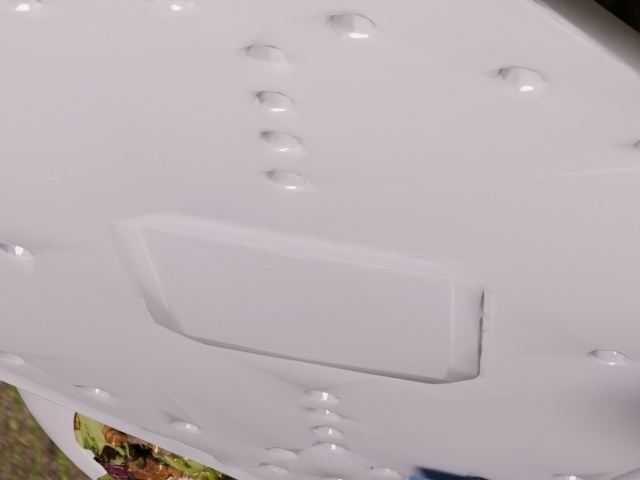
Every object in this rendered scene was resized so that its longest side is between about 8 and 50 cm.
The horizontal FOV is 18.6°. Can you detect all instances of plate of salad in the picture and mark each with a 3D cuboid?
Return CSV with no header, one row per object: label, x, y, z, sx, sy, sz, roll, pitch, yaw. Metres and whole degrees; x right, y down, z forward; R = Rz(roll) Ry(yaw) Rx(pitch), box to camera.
plate of salad,-0.072,0.096,0.921,0.200,0.048,0.200,23,143,18

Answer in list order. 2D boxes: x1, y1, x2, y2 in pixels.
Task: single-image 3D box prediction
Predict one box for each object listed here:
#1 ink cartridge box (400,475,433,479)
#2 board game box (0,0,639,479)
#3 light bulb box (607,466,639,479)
ink cartridge box,0.106,0.260,0.811,0.223,0.129,0.307,11,133,-1
board game box,0.000,0.000,0.618,0.390,0.050,0.390,29,154,-34
light bulb box,0.266,0.197,0.492,0.361,0.225,0.358,-29,120,31
